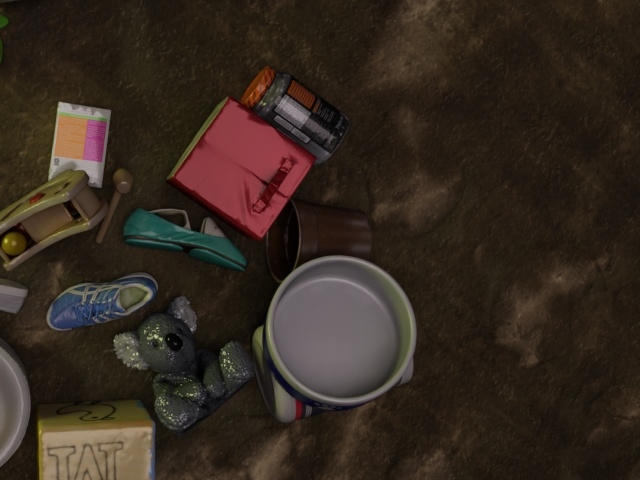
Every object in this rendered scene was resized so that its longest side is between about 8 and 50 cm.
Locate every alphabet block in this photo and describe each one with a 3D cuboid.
[{"bbox_3d":[-0.408,0.401,1.780,0.197,0.192,0.193,0,93,-18],"label":"alphabet block"}]

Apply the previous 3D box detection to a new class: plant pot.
[{"bbox_3d":[0.000,0.000,1.894,0.165,0.167,0.166,2,94,-26],"label":"plant pot"}]

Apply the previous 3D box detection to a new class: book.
[{"bbox_3d":[-0.438,-0.173,1.804,0.096,0.035,0.144,8,94,-18],"label":"book"}]

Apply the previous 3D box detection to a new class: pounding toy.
[{"bbox_3d":[-0.438,-0.026,1.742,0.270,0.154,0.154,-33,114,-4],"label":"pounding toy"}]

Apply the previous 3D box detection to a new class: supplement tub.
[{"bbox_3d":[0.020,0.226,1.894,0.272,0.191,0.191,-13,98,-15],"label":"supplement tub"},{"bbox_3d":[-0.051,-0.238,1.872,0.190,0.117,0.117,35,84,-16],"label":"supplement tub"}]

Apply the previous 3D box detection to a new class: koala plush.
[{"bbox_3d":[-0.264,0.227,1.836,0.196,0.203,0.221,-37,83,-20],"label":"koala plush"}]

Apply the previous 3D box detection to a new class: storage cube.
[{"bbox_3d":[-0.149,-0.130,1.805,0.193,0.215,0.183,35,85,-11],"label":"storage cube"}]

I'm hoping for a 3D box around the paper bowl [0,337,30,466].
[{"bbox_3d":[-0.650,0.289,1.718,0.284,0.148,0.284,-1,94,-17],"label":"paper bowl"}]

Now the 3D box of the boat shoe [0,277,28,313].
[{"bbox_3d":[-0.611,0.094,1.744,0.184,0.066,0.063,12,100,-44],"label":"boat shoe"}]

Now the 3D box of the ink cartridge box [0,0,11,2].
[{"bbox_3d":[-0.641,-0.531,1.644,0.310,0.130,0.271,-13,79,-16],"label":"ink cartridge box"}]

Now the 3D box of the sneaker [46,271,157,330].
[{"bbox_3d":[-0.399,0.110,1.813,0.211,0.081,0.080,-21,102,-13],"label":"sneaker"}]

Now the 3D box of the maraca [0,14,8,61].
[{"bbox_3d":[-0.608,-0.347,1.706,0.127,0.099,0.185,24,62,-27],"label":"maraca"}]

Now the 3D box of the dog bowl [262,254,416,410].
[{"bbox_3d":[0.031,0.166,1.756,0.265,0.104,0.264,3,71,-10],"label":"dog bowl"}]

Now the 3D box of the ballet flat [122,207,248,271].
[{"bbox_3d":[-0.243,-0.010,1.854,0.247,0.083,0.087,15,76,-20],"label":"ballet flat"}]
